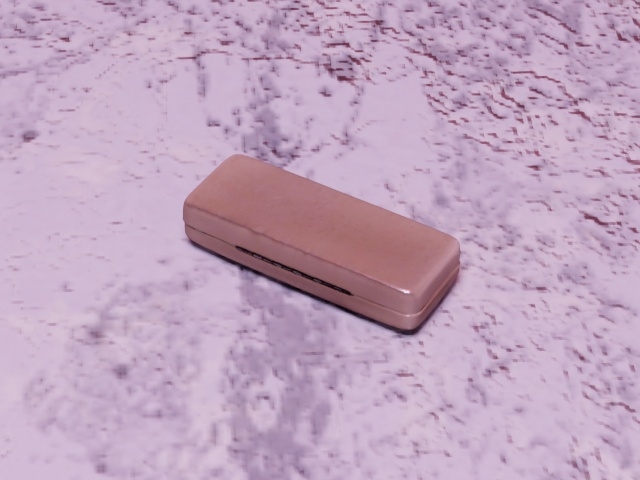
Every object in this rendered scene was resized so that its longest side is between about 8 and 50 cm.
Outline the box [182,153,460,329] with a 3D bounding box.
[{"bbox_3d":[0.000,0.000,0.833,0.115,0.025,0.048,22,42,20],"label":"box"}]
